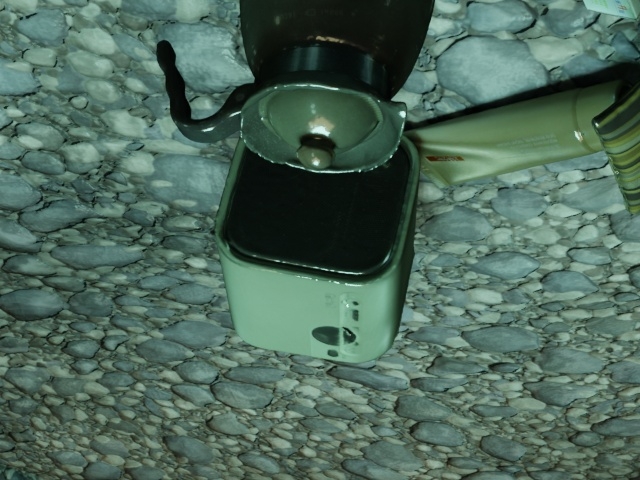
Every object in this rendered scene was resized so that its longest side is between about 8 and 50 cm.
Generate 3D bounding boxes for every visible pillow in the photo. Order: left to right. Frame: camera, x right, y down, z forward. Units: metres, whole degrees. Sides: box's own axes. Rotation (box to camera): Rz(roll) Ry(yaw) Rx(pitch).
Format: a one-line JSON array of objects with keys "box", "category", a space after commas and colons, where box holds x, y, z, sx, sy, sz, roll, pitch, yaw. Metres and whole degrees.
[{"box": [0.429, -0.151, 1.642, 0.208, 0.052, 0.212, -41, 140, -2], "category": "pillow"}]

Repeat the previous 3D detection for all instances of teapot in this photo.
[{"box": [-0.029, -0.205, 1.498, 0.305, 0.285, 0.223, 9, 150, -7], "category": "teapot"}]

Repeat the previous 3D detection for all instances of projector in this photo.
[{"box": [0.000, 0.000, 1.873, 0.248, 0.248, 0.249, 10, 151, 7], "category": "projector"}]

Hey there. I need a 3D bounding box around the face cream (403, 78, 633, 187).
[{"box": [0.255, -0.134, 1.783, 0.341, 0.084, 0.137, -11, 144, 40], "category": "face cream"}]

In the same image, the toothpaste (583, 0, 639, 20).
[{"box": [0.271, -0.345, 1.355, 0.067, 0.081, 0.336, 18, 166, 31], "category": "toothpaste"}]
